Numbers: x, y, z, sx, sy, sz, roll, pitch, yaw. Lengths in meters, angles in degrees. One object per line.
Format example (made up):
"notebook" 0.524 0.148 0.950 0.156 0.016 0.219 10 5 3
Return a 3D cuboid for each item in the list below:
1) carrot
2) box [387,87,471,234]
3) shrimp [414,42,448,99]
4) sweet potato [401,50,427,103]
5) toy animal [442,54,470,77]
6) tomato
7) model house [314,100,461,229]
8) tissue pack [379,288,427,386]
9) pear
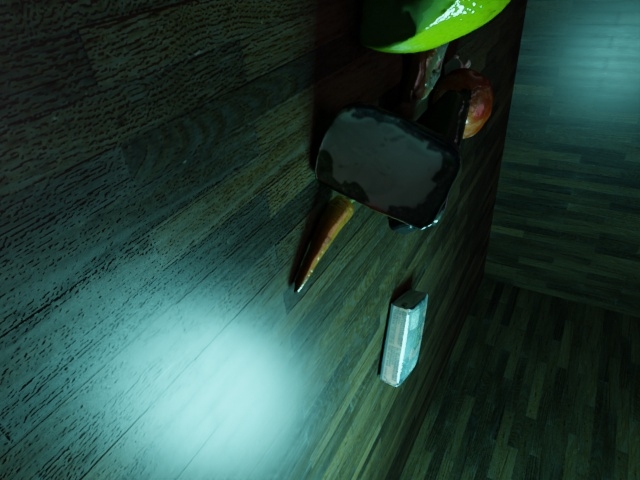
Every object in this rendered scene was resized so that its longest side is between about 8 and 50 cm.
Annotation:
"carrot" 0.000 0.000 1.010 0.257 0.061 0.061 -57 150 -14
"box" 0.284 -0.199 1.240 0.350 0.091 0.359 138 -35 -82
"shrimp" 0.353 -0.561 1.401 0.317 0.062 0.164 -61 155 -19
"sweet potato" 0.253 -0.493 1.239 0.081 0.062 0.233 -32 136 -34
"toy animal" 0.481 -0.600 1.618 0.124 0.071 0.085 -2 86 -54
"tomato" 0.473 -0.445 1.536 0.232 0.188 0.232 -42 147 -37
"model house" 0.157 -0.182 1.017 0.301 0.271 0.190 -47 160 -70
"tissue pack" 0.323 0.366 1.764 0.228 0.103 0.316 -18 118 -58
"pear" 0.252 -0.545 0.898 0.238 0.318 0.342 -16 121 -38
